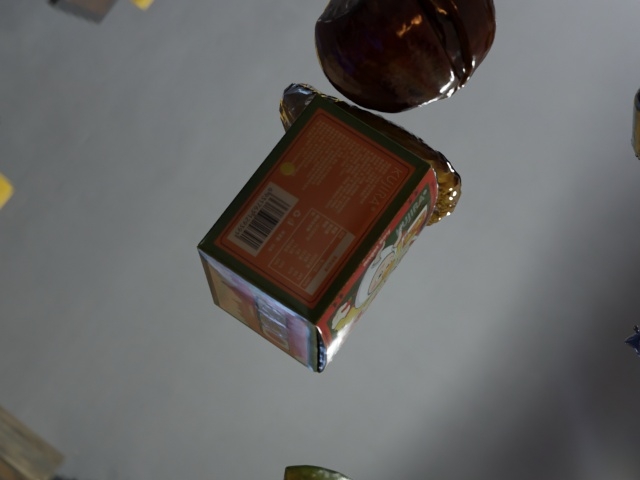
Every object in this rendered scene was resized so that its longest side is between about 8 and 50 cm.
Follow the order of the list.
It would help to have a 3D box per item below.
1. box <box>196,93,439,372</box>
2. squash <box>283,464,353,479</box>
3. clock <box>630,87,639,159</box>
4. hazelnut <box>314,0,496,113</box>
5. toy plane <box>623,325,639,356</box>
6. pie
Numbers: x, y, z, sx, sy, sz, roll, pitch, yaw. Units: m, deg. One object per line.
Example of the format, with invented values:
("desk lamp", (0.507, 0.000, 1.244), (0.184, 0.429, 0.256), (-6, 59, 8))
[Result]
("box", (0.000, 0.000, 1.163), (0.195, 0.148, 0.177), (-54, 167, -17))
("squash", (0.006, 0.332, 1.126), (0.203, 0.111, 0.288), (-170, -104, -79))
("clock", (0.557, -0.164, 1.501), (0.325, 0.067, 0.325), (-9, -158, 4))
("hazelnut", (0.095, -0.233, 1.320), (0.204, 0.178, 0.178), (-33, 180, -6))
("toy plane", (0.519, 0.163, 1.704), (0.054, 0.167, 0.062), (-11, 108, -63))
("pie", (0.055, -0.100, 1.436), (0.069, 0.273, 0.273), (-54, -177, -9))
